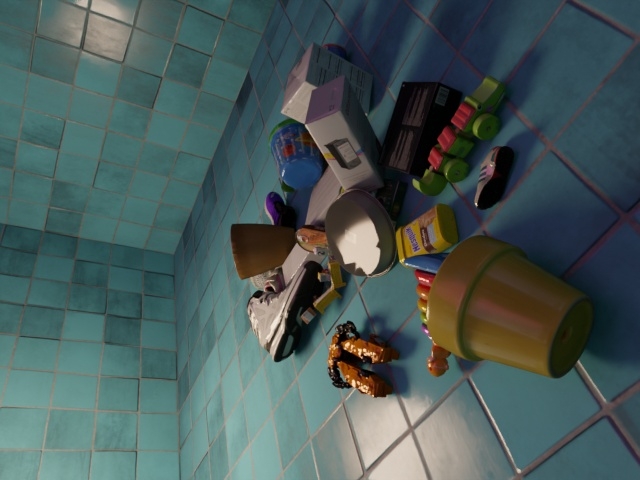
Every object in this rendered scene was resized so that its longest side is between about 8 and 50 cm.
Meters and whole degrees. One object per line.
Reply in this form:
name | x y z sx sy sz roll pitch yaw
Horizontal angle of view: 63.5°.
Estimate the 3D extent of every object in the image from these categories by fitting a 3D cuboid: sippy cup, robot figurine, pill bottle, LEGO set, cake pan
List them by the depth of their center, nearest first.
robot figurine | 0.115 0.364 1.572 0.291 0.085 0.211 9 86 62
cake pan | 0.114 -0.015 1.618 0.293 0.054 0.294 29 129 43
LEGO set | 0.010 0.152 1.835 0.107 0.132 0.287 -128 49 -67
sippy cup | -0.087 -0.336 2.090 0.306 0.239 0.224 66 -170 -48
pill bottle | 0.044 -0.679 2.115 0.124 0.124 0.222 -27 56 57

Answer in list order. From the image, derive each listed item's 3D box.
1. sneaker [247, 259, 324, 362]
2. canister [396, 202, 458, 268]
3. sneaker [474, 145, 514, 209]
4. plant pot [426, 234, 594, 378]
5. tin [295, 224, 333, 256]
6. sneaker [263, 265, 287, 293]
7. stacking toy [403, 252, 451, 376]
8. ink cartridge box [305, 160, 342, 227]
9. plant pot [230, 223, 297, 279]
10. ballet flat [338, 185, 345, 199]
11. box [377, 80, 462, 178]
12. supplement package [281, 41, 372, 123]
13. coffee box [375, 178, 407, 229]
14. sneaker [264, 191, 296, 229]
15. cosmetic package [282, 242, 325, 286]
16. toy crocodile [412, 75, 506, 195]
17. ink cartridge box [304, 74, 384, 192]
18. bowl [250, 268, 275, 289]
sneaker | -0.165 0.225 1.982 0.257 0.169 0.448 37 117 30
canister | 0.290 -0.012 1.411 0.170 0.073 0.126 -39 46 49
sneaker | 0.415 -0.154 1.263 0.075 0.057 0.162 -113 39 -74
plant pot | 0.378 0.140 1.011 0.239 0.253 0.254 24 100 48
tin | 0.000 0.000 1.873 0.040 0.189 0.106 -51 -34 -50
sneaker | -0.184 0.175 2.199 0.103 0.111 0.253 -47 39 45
stacking toy | 0.299 0.185 1.251 0.175 0.165 0.302 13 102 52
ink cartridge box | 0.061 -0.210 1.966 0.308 0.091 0.385 -50 21 43
plant pot | -0.223 0.029 2.157 0.237 0.254 0.237 -9 -90 -90
ballet flat | 0.102 -0.078 1.736 0.077 0.077 0.231 -53 -30 -50
box | 0.285 -0.324 1.520 0.184 0.103 0.262 34 110 59
supplement package | 0.025 -0.543 1.911 0.199 0.262 0.198 -35 40 53
coffee box | 0.209 -0.102 1.638 0.113 0.040 0.184 21 97 64
sneaker | -0.165 -0.121 2.312 0.146 0.102 0.294 -50 45 43
cosmetic package | -0.064 0.076 2.045 0.231 0.085 0.117 -53 36 36
toy crocodile | 0.359 -0.265 1.348 0.341 0.105 0.115 -60 32 29
ink cartridge box | 0.085 -0.323 1.628 0.131 0.306 0.226 -19 38 23
bowl | -0.235 0.134 2.304 0.080 0.170 0.170 -6 71 30
